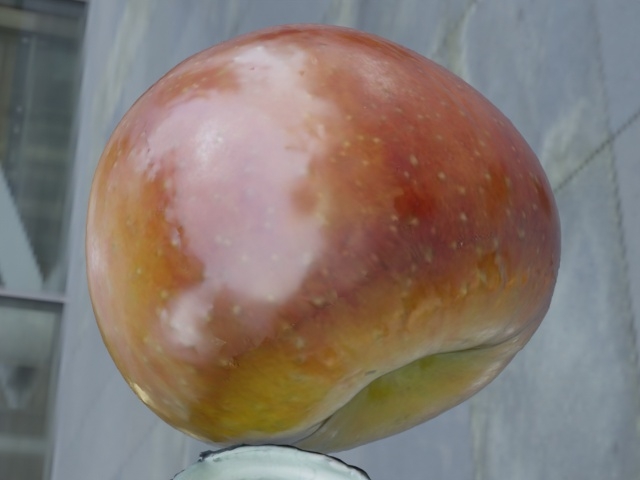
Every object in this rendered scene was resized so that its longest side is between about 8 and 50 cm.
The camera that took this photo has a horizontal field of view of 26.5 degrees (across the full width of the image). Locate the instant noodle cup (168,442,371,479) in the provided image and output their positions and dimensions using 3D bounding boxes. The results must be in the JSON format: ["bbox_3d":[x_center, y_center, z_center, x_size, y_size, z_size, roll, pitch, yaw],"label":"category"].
[{"bbox_3d":[-0.040,0.203,0.582,0.193,0.193,0.212,-104,29,-50],"label":"instant noodle cup"}]

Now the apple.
[{"bbox_3d":[0.000,0.000,0.631,0.173,0.210,0.235,62,-179,23],"label":"apple"}]
